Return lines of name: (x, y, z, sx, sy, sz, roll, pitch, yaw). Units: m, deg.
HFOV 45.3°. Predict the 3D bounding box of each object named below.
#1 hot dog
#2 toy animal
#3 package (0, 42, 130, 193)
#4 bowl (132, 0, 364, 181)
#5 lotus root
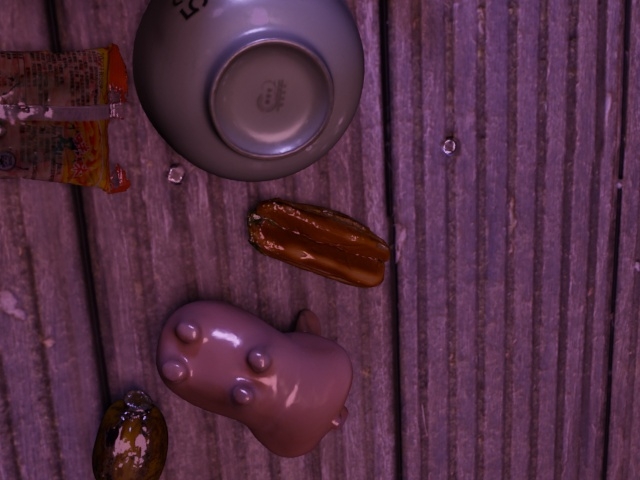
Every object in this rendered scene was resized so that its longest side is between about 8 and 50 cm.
hot dog: (0.000, 0.000, 1.300, 0.269, 0.072, 0.115, 23, 95, -22)
toy animal: (-0.105, 0.217, 1.246, 0.326, 0.269, 0.237, 28, 92, 9)
package: (-0.414, -0.170, 1.091, 0.288, 0.108, 0.223, -4, 106, -22)
bowl: (-0.087, -0.229, 1.107, 0.354, 0.185, 0.354, -7, 120, -13)
lotus root: (-0.311, 0.346, 1.252, 0.120, 0.120, 0.209, 9, 98, -22)
